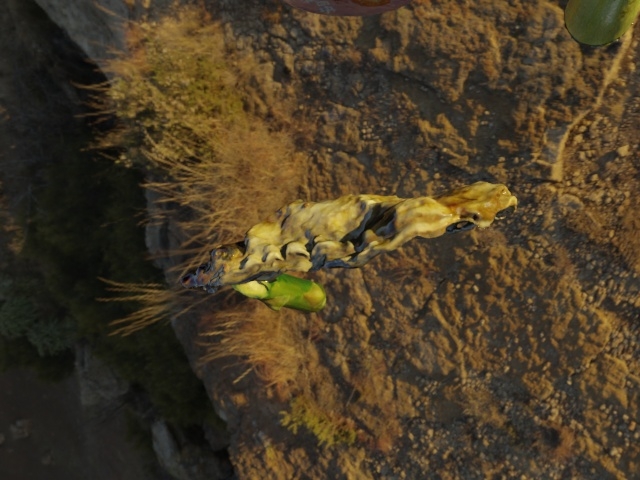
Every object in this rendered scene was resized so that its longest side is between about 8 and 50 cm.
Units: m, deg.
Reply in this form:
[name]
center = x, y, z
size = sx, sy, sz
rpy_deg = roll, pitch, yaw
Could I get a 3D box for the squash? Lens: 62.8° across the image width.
[squash]
center = 0.371, -0.335, 0.649
size = 0.095, 0.224, 0.094
rpy_deg = -2, 82, 14

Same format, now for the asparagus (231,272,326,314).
[asparagus]
center = -0.073, 0.101, 1.062
size = 0.082, 0.343, 0.085
rpy_deg = -49, 64, 5

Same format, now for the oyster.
[oyster]
center = 0.001, -0.001, 0.482
size = 0.345, 0.129, 0.078
rpy_deg = -13, 100, 29

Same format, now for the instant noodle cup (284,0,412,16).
[instant noodle cup]
center = 0.048, -0.523, 0.865
size = 0.243, 0.243, 0.231
rpy_deg = 6, 97, 42
